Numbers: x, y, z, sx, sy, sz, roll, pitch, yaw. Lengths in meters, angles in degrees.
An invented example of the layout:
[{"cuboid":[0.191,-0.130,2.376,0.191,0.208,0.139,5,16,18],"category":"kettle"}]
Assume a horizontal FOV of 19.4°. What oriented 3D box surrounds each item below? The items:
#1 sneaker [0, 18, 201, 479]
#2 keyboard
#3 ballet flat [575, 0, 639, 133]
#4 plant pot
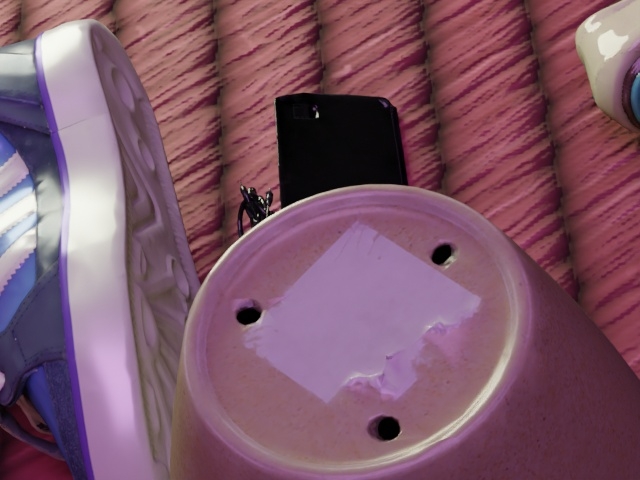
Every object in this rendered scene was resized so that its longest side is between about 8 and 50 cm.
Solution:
[{"cuboid":[-0.189,0.045,0.981,0.236,0.130,0.323,-22,56,11],"category":"sneaker"},{"cuboid":[0.000,0.000,1.017,0.100,0.038,0.192,4,51,-10],"category":"keyboard"},{"cuboid":[0.249,-0.146,1.023,0.248,0.086,0.086,-28,52,-5],"category":"ballet flat"},{"cuboid":[0.040,0.107,0.765,0.256,0.274,0.256,-8,52,10],"category":"plant pot"}]
